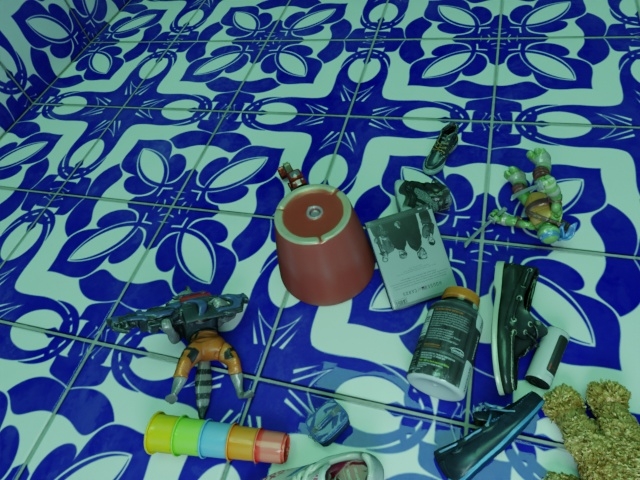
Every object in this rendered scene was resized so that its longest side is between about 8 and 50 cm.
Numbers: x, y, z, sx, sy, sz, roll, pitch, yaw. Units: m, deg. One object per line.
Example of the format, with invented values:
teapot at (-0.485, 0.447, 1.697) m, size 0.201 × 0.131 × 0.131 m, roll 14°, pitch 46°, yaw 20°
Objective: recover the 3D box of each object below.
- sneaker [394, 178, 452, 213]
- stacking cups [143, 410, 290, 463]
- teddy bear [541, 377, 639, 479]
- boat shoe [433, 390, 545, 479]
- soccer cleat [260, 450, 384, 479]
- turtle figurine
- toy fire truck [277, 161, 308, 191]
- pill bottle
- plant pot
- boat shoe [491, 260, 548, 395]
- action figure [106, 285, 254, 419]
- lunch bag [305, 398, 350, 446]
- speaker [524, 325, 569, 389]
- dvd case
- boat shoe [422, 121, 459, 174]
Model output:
sneaker at (0.301, -0.079, 1.277) m, size 0.153 × 0.101 × 0.268 m, roll -10°, pitch 52°, yaw 6°
stacking cups at (-0.229, 0.450, 1.006) m, size 0.317 × 0.096 × 0.096 m, roll 3°, pitch 55°, yaw 13°
teddy bear at (0.552, 0.424, 0.851) m, size 0.245 × 0.113 × 0.337 m, roll 4°, pitch 55°, yaw 17°
boat shoe at (0.345, 0.385, 0.927) m, size 0.258 × 0.109 × 0.089 m, roll -32°, pitch 51°, yaw -15°
soccer cleat at (-0.035, 0.496, 0.899) m, size 0.331 × 0.143 × 0.116 m, roll -20°, pitch 53°, yaw -3°
turtle figurine at (0.536, -0.126, 1.206) m, size 0.275 × 0.197 × 0.266 m, roll 4°, pitch 51°, yaw 10°
toy fire truck at (-0.090, -0.200, 1.426) m, size 0.047 × 0.192 × 0.135 m, roll -26°, pitch 82°, yaw -7°
pill bottle at (0.295, 0.227, 1.036) m, size 0.131 × 0.130 × 0.245 m, roll 15°, pitch 59°, yaw 21°
plant pot at (0.000, 0.000, 1.195) m, size 0.275 × 0.243 × 0.274 m, roll -5°, pitch 53°, yaw 7°
boat shoe at (0.457, 0.190, 1.032) m, size 0.113 × 0.127 × 0.340 m, roll -3°, pitch 43°, yaw 27°
action figure at (-0.342, 0.257, 1.125) m, size 0.342 × 0.178 × 0.330 m, roll -2°, pitch 44°, yaw -21°
lunch bag at (0.013, 0.406, 1.004) m, size 0.098 × 0.065 × 0.067 m, roll -39°, pitch 56°, yaw -17°
speaker at (0.509, 0.263, 1.013) m, size 0.055 × 0.055 × 0.136 m, roll 25°, pitch 62°, yaw 26°
dvd case at (0.234, 0.041, 1.173) m, size 0.179 × 0.029 × 0.238 m, roll -17°, pitch 87°, yaw -1°
boat shoe at (0.380, -0.294, 1.431) m, size 0.065 × 0.083 × 0.183 m, roll 25°, pitch 63°, yaw 27°
